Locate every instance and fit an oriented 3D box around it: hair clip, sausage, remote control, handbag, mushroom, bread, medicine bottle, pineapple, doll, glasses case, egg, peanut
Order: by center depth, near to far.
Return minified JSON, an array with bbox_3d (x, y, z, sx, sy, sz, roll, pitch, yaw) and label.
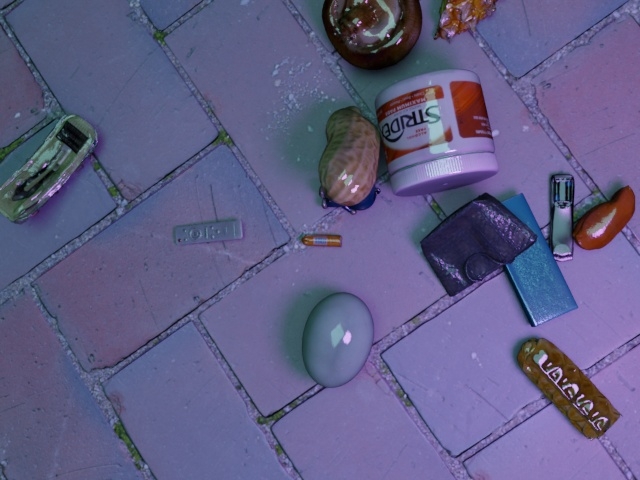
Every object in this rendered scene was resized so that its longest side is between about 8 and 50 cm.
[{"bbox_3d":[0.570,0.339,1.661,0.269,0.098,0.087,47,51,9],"label":"bread"},{"bbox_3d":[0.268,-0.246,1.662,0.252,0.252,0.241,-13,84,7],"label":"medicine bottle"},{"bbox_3d":[0.671,-0.050,1.676,0.179,0.089,0.089,-45,81,7],"label":"sausage"},{"bbox_3d":[0.360,0.008,1.680,0.270,0.088,0.175,-40,85,35],"label":"handbag"},{"bbox_3d":[0.067,-0.208,1.694,0.140,0.325,0.153,22,129,-17],"label":"peanut"},{"bbox_3d":[0.041,0.237,1.701,0.167,0.168,0.231,14,91,9],"label":"egg"},{"bbox_3d":[0.492,0.047,1.706,0.117,0.070,0.301,-23,81,1],"label":"glasses case"},{"bbox_3d":[0.581,-0.055,1.717,0.059,0.028,0.212,1,86,7],"label":"remote control"},{"bbox_3d":[0.387,-0.654,1.723,0.161,0.158,0.335,17,88,9],"label":"pineapple"},{"bbox_3d":[0.128,-0.544,1.754,0.253,0.153,0.253,0,87,10],"label":"mushroom"},{"bbox_3d":[0.075,-0.115,1.767,0.151,0.085,0.114,-7,119,18],"label":"doll"},{"bbox_3d":[0.000,0.000,1.794,0.107,0.031,0.031,3,86,8],"label":"sausage"},{"bbox_3d":[-0.286,-0.019,1.840,0.184,0.027,0.050,-6,84,12],"label":"remote control"},{"bbox_3d":[-0.713,-0.181,1.882,0.138,0.091,0.321,37,80,17],"label":"hair clip"}]
